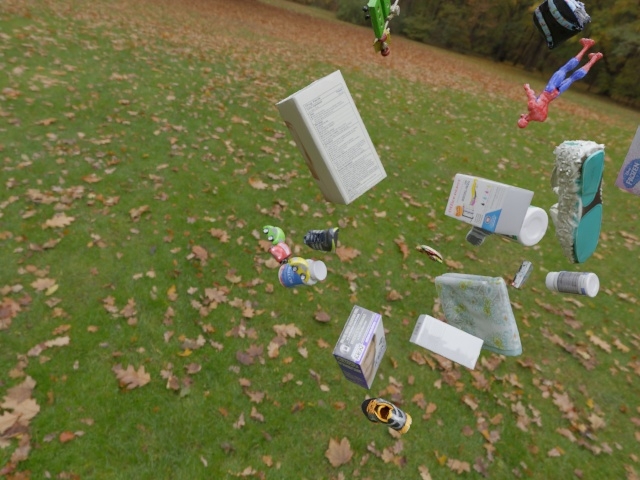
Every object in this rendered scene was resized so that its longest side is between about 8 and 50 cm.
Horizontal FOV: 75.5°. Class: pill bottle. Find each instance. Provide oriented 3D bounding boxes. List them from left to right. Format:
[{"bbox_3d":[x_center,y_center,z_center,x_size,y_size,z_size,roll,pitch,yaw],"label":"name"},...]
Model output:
[{"bbox_3d":[-0.083,0.156,1.965,0.221,0.125,0.124,-15,9,39],"label":"pill bottle"},{"bbox_3d":[0.999,-0.117,2.222,0.204,0.205,0.361,0,18,-26],"label":"pill bottle"},{"bbox_3d":[0.828,0.141,1.364,0.078,0.078,0.137,-5,3,-31],"label":"pill bottle"}]

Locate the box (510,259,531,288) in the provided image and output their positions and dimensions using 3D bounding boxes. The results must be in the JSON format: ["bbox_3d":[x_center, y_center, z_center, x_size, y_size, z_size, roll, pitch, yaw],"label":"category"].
[{"bbox_3d":[0.682,0.120,1.398,0.027,0.094,0.137,28,4,31],"label":"box"}]

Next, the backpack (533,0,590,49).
[{"bbox_3d":[0.925,-0.862,1.600,0.117,0.158,0.173,-43,98,-19],"label":"backpack"}]

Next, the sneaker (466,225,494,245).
[{"bbox_3d":[0.745,-0.081,1.864,0.105,0.281,0.115,35,70,7],"label":"sneaker"}]

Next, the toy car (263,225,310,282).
[{"bbox_3d":[-0.125,0.019,1.392,0.225,0.053,0.239,54,5,36],"label":"toy car"}]

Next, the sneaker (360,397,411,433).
[{"bbox_3d":[0.197,0.554,1.346,0.083,0.214,0.084,38,65,-23],"label":"sneaker"}]

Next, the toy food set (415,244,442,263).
[{"bbox_3d":[0.337,0.042,1.272,0.083,0.020,0.082,36,-6,-12],"label":"toy food set"}]

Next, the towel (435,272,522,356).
[{"bbox_3d":[0.664,0.305,1.772,0.090,0.321,0.374,-23,9,-22],"label":"towel"}]

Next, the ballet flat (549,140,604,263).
[{"bbox_3d":[0.755,-0.119,1.231,0.146,0.409,0.147,-13,35,9],"label":"ballet flat"}]

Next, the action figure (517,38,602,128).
[{"bbox_3d":[0.673,-0.455,1.235,0.091,0.280,0.139,35,9,-25],"label":"action figure"}]

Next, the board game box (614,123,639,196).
[{"bbox_3d":[1.090,-0.231,1.220,0.065,0.319,0.318,-26,44,-16],"label":"board game box"}]

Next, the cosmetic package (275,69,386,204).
[{"bbox_3d":[0.030,-0.258,1.073,0.153,0.296,0.129,-34,22,-18],"label":"cosmetic package"}]

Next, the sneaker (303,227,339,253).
[{"bbox_3d":[0.000,0.000,1.818,0.121,0.111,0.300,10,-12,-13],"label":"sneaker"}]

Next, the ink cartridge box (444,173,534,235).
[{"bbox_3d":[0.625,-0.138,1.552,0.168,0.172,0.232,4,17,-33],"label":"ink cartridge box"}]

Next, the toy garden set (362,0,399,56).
[{"bbox_3d":[0.180,-0.678,1.174,0.049,0.245,0.204,12,-15,22],"label":"toy garden set"}]

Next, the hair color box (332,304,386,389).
[{"bbox_3d":[0.151,0.394,1.490,0.109,0.339,0.185,17,63,24],"label":"hair color box"}]

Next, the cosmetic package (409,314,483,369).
[{"bbox_3d":[0.462,0.371,1.523,0.230,0.118,0.085,26,-10,2],"label":"cosmetic package"}]
